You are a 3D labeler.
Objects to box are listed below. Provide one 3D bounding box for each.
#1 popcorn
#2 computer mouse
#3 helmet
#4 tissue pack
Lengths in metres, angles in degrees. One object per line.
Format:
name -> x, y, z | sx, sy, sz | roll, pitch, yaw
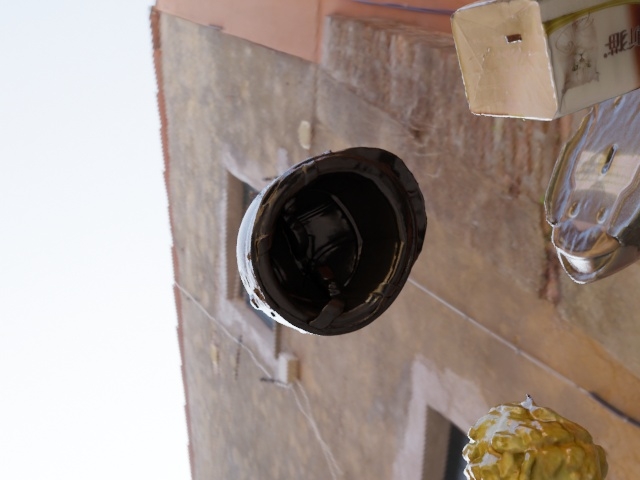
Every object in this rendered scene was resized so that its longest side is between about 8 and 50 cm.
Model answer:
popcorn -> 0.354, 0.348, 1.498 | 0.266, 0.233, 0.192 | 5, -93, -34
computer mouse -> 0.417, -0.120, 1.181 | 0.115, 0.199, 0.389 | 23, -88, -26
helmet -> 0.000, 0.000, 1.262 | 0.279, 0.160, 0.230 | -41, -74, -27
tissue pack -> 0.199, -0.158, 0.737 | 0.149, 0.106, 0.099 | -22, -73, -25
